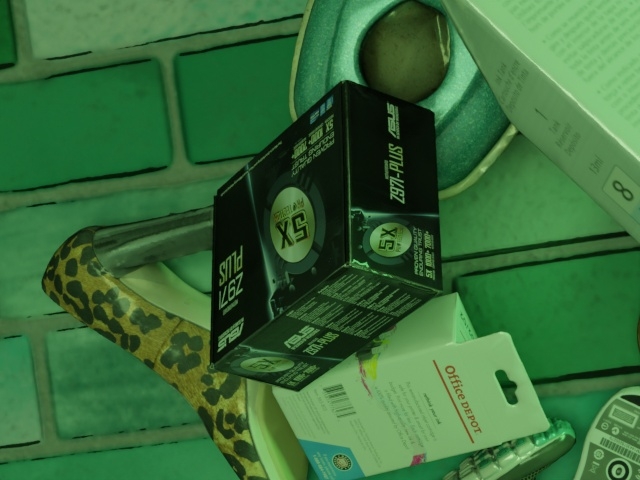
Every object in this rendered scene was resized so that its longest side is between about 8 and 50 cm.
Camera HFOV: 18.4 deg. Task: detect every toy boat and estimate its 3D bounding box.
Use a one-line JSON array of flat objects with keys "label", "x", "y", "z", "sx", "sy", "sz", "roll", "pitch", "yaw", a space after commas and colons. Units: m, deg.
[{"label": "toy boat", "x": 0.139, "y": -0.140, "z": 1.414, "sx": 0.318, "sy": 0.148, "sz": 0.267, "roll": 21, "pitch": 96, "yaw": 13}]

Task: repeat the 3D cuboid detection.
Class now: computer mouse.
[{"label": "computer mouse", "x": 0.212, "y": 0.200, "z": 1.445, "sx": 0.106, "sy": 0.042, "sz": 0.193, "roll": 27, "pitch": 92, "yaw": 25}]

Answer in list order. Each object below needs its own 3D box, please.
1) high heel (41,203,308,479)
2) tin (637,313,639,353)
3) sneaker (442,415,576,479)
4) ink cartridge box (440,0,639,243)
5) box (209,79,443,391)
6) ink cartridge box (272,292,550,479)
[{"label": "high heel", "x": -0.111, "y": 0.106, "z": 1.528, "sx": 0.186, "sy": 0.093, "sz": 0.261, "roll": -12, "pitch": 97, "yaw": 31}, {"label": "tin", "x": 0.295, "y": 0.028, "z": 1.439, "sx": 0.106, "sy": 0.040, "sz": 0.190, "roll": 19, "pitch": 96, "yaw": 17}, {"label": "sneaker", "x": 0.131, "y": 0.197, "z": 1.477, "sx": 0.166, "sy": 0.065, "sz": 0.076, "roll": -39, "pitch": 99, "yaw": 15}, {"label": "ink cartridge box", "x": 0.201, "y": -0.217, "z": 1.313, "sx": 0.308, "sy": 0.091, "sz": 0.385, "roll": -41, "pitch": 76, "yaw": -21}, {"label": "box", "x": 0.000, "y": 0.000, "z": 1.372, "sx": 0.180, "sy": 0.077, "sz": 0.147, "roll": -38, "pitch": 44, "yaw": 47}, {"label": "ink cartridge box", "x": 0.068, "y": 0.106, "z": 1.453, "sx": 0.181, "sy": 0.061, "sz": 0.104, "roll": -15, "pitch": 124, "yaw": 17}]
